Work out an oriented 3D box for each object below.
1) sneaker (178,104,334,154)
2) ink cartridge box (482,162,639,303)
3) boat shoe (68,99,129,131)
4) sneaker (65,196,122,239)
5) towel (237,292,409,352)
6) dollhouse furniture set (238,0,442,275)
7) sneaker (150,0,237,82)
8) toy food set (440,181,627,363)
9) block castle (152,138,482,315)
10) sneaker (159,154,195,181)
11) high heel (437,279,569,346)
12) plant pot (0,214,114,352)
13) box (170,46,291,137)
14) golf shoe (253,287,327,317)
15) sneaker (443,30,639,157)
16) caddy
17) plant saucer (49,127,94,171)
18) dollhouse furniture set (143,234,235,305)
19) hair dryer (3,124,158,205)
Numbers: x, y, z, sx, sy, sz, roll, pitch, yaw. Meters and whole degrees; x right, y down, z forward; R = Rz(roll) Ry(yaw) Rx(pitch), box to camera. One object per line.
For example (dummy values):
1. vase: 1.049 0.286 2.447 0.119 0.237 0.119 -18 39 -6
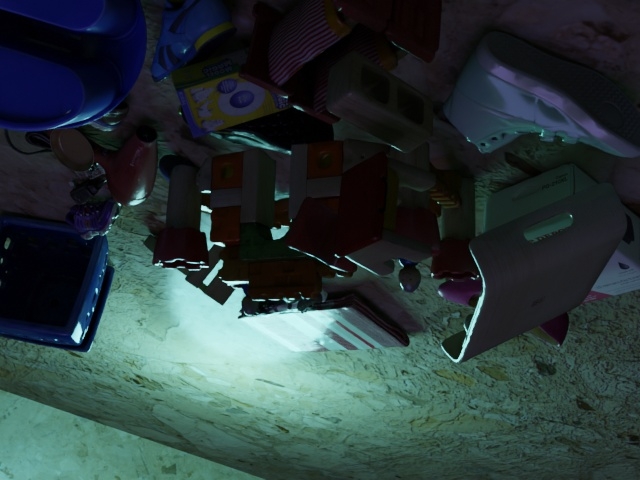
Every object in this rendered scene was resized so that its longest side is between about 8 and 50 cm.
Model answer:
1. sneaker: -0.094 -0.180 1.239 0.234 0.084 0.097 15 176 -4
2. ink cartridge box: 0.395 -0.001 1.317 0.237 0.100 0.172 31 145 -30
3. boat shoe: -0.374 -0.229 1.254 0.183 0.066 0.066 19 147 -33
4. sneaker: -0.436 -0.047 1.590 0.071 0.068 0.170 37 143 -28
5. towel: 0.005 0.193 1.881 0.329 0.037 0.237 -9 147 35
6. dollhouse furniture set: 0.011 -0.139 0.944 0.152 0.374 0.201 24 148 -30
7. sneaker: -0.182 -0.275 1.107 0.082 0.069 0.209 59 149 -7
8. toy food set: 0.289 0.051 1.198 0.219 0.092 0.306 -23 152 -13
9. block castle: 0.000 0.000 1.273 0.453 0.213 0.303 -4 167 26
10. sneaker: -0.227 -0.095 1.438 0.059 0.053 0.144 -14 141 42
11. high heel: 0.337 0.134 1.560 0.244 0.117 0.082 6 151 11
12. plant pot: -0.571 0.105 1.748 0.236 0.236 0.212 10 157 3
13. box: -0.103 -0.209 1.135 0.179 0.043 0.105 -20 150 -5
14. golf shoe: -0.068 0.130 1.752 0.094 0.077 0.198 30 148 -29
15. sneaker: 0.286 -0.157 1.087 0.256 0.094 0.151 27 143 -7
16. caddy: -0.387 -0.266 1.014 0.341 0.241 0.179 16 -165 -6
17. plant saucer: -0.399 -0.150 1.352 0.083 0.015 0.083 13 127 17
18. dollhouse furniture set: -0.239 0.020 1.672 0.144 0.123 0.151 41 175 -41
19. hair dryer: -0.379 -0.134 1.397 0.293 0.080 0.223 -9 143 30
